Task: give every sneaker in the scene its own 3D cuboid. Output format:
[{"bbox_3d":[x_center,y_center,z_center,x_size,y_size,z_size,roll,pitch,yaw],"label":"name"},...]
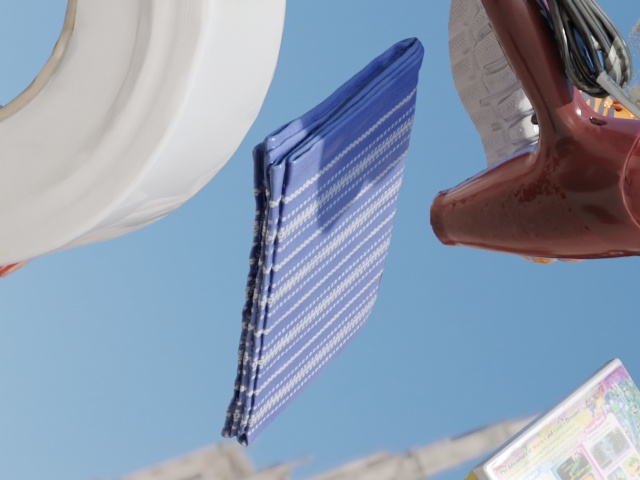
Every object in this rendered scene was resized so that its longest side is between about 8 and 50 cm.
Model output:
[{"bbox_3d":[0.237,-0.141,1.810,0.124,0.180,0.321,-15,-95,61],"label":"sneaker"}]

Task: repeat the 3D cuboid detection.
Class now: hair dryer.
[{"bbox_3d":[0.144,-0.090,1.095,0.223,0.080,0.293,43,-45,18],"label":"hair dryer"}]

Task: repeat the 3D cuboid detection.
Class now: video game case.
[{"bbox_3d":[0.203,0.186,1.389,0.143,0.157,0.019,58,-32,-2],"label":"video game case"}]

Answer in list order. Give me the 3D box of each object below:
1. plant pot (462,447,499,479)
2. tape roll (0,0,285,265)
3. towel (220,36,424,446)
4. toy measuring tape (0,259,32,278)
[{"bbox_3d":[0.271,0.361,1.956,0.239,0.254,0.254,-111,-165,-62],"label":"plant pot"},{"bbox_3d":[-0.162,-0.130,0.946,0.286,0.100,0.286,2,-83,22],"label":"tape roll"},{"bbox_3d":[0.000,0.000,1.676,0.040,0.243,0.336,27,-48,20],"label":"towel"},{"bbox_3d":[-0.222,-0.059,1.465,0.330,0.121,0.121,-36,-108,39],"label":"toy measuring tape"}]
